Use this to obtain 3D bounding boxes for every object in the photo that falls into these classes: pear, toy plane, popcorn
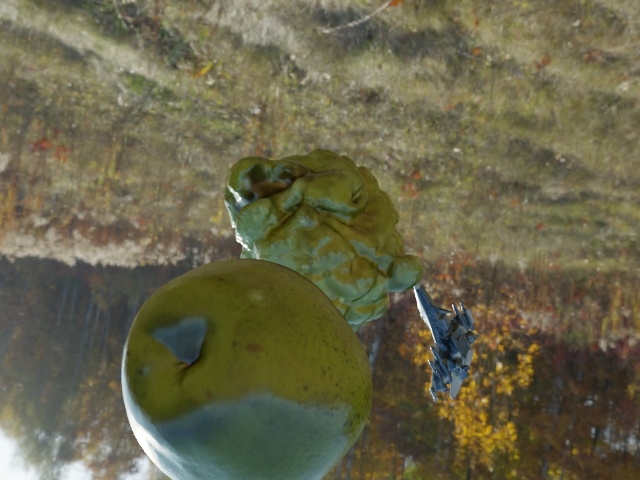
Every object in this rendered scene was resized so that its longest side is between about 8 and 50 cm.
[{"bbox_3d":[-0.057,0.109,0.530,0.198,0.198,0.198,6,176,0],"label":"pear"},{"bbox_3d":[0.191,0.146,1.016,0.082,0.160,0.234,13,143,30],"label":"toy plane"},{"bbox_3d":[0.000,0.000,0.937,0.241,0.250,0.235,-15,139,-24],"label":"popcorn"}]
